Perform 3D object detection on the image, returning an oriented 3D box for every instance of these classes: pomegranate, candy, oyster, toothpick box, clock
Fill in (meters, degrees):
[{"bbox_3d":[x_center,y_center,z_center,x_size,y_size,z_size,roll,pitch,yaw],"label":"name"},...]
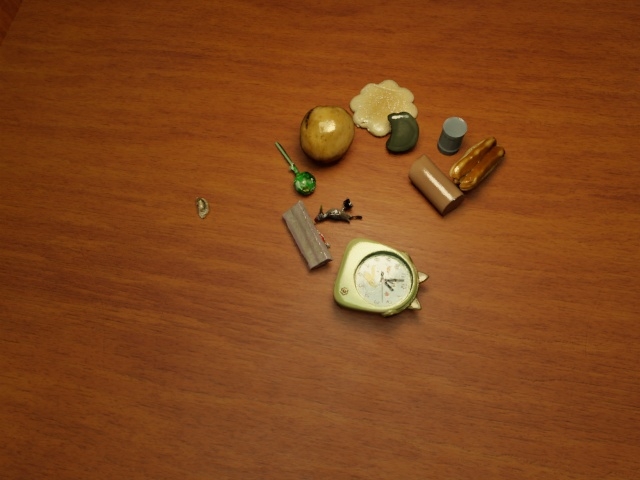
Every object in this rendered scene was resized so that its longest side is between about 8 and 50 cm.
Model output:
[{"bbox_3d":[0.028,-0.455,1.951,0.260,0.260,0.260,-1,71,4],"label":"pomegranate"},{"bbox_3d":[-0.124,-0.329,2.020,0.097,0.097,0.323,-30,63,-6],"label":"candy"},{"bbox_3d":[-0.520,-0.143,2.004,0.081,0.038,0.083,21,99,21],"label":"oyster"},{"bbox_3d":[0.565,-0.446,1.958,0.101,0.153,0.101,-1,70,3],"label":"toothpick box"},{"bbox_3d":[0.239,0.163,1.790,0.348,0.117,0.286,16,72,8],"label":"clock"}]

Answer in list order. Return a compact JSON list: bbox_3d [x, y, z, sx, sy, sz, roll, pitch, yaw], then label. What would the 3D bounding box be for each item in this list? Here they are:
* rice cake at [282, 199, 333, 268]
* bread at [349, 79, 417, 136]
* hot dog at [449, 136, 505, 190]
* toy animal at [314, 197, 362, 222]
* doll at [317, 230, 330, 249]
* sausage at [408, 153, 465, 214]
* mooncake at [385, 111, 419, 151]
[{"bbox_3d":[-0.059,-0.020,1.889,0.106,0.050,0.298,-37,69,25],"label":"rice cake"},{"bbox_3d":[0.292,-0.612,2.091,0.316,0.054,0.316,-1,69,3],"label":"bread"},{"bbox_3d":[0.664,-0.328,1.922,0.135,0.100,0.337,47,62,4],"label":"hot dog"},{"bbox_3d":[0.069,-0.115,1.927,0.202,0.070,0.105,-14,89,-5],"label":"toy animal"},{"bbox_3d":[0.000,0.000,1.906,0.057,0.039,0.114,-26,78,24],"label":"doll"},{"bbox_3d":[0.477,-0.236,1.909,0.123,0.123,0.253,-35,71,-8],"label":"sausage"},{"bbox_3d":[0.344,-0.475,1.985,0.168,0.104,0.175,28,109,-16],"label":"mooncake"}]
